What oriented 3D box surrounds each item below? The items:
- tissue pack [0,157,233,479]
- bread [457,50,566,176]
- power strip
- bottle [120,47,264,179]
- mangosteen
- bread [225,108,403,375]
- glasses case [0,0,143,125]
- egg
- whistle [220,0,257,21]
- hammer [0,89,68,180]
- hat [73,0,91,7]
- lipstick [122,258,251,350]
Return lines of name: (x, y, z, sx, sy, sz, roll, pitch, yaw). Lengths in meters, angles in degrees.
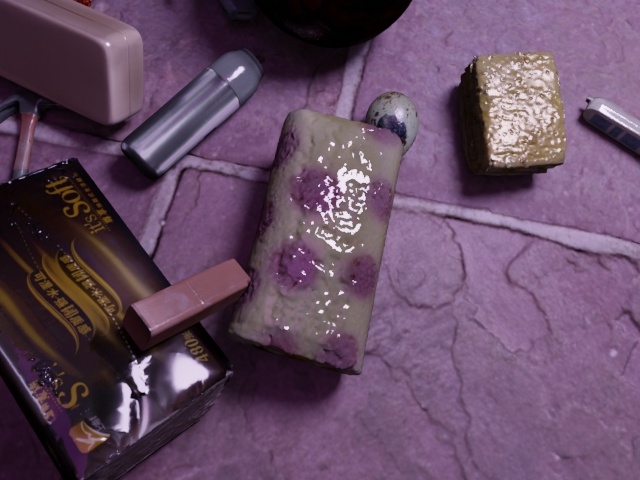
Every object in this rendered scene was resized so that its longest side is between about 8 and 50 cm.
tissue pack: (-0.307, 0.102, 0.666, 0.210, 0.198, 0.370, -33, 75, -33)
bread: (0.297, -0.192, 0.835, 0.138, 0.102, 0.196, -4, 76, 0)
power strip: (0.512, -0.173, 0.863, 0.191, 0.047, 0.030, 37, 80, 10)
bottle: (-0.201, -0.205, 0.840, 0.253, 0.079, 0.096, -46, 41, -12)
mangosteen: (0.033, -0.474, 0.815, 0.307, 0.307, 0.347, 28, 59, 7)
bread: (0.000, 0.000, 0.739, 0.187, 0.155, 0.338, 14, 74, 0)
glasses case: (-0.428, -0.304, 0.808, 0.337, 0.144, 0.076, 27, 41, 11)
egg: (0.111, -0.179, 0.833, 0.085, 0.085, 0.110, 10, 79, 1)
whistle: (-0.166, -0.501, 0.920, 0.180, 0.093, 0.269, -11, 73, -31)
hammer: (-0.466, -0.103, 0.821, 0.111, 0.033, 0.287, 0, 73, -3)
hat: (-0.421, -0.376, 0.881, 0.140, 0.129, 0.227, -13, 90, 36)
lipstick: (-0.148, 0.070, 0.606, 0.045, 0.045, 0.145, 50, 43, 11)
